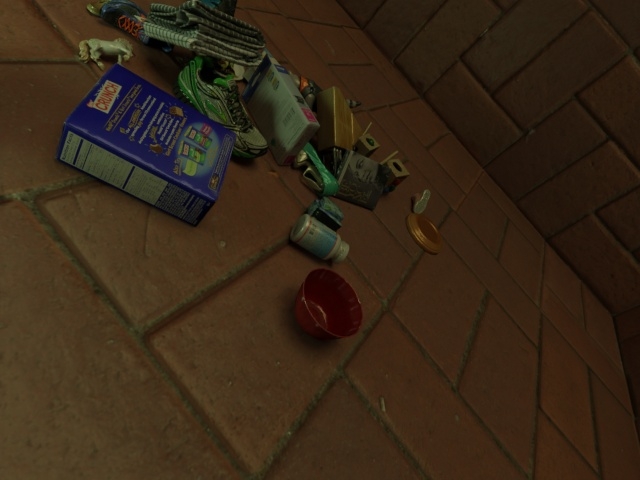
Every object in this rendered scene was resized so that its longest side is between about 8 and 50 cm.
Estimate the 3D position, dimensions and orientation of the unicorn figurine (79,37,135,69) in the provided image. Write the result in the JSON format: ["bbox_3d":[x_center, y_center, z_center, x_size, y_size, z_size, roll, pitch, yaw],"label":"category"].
[{"bbox_3d":[-0.546,-0.497,1.063,0.161,0.060,0.111,-1,59,-47],"label":"unicorn figurine"}]

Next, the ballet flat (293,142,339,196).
[{"bbox_3d":[-0.037,-0.246,1.341,0.087,0.083,0.247,-30,78,-39],"label":"ballet flat"}]

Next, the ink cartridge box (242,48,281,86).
[{"bbox_3d":[-0.213,-0.614,1.474,0.092,0.089,0.143,43,34,-28],"label":"ink cartridge box"}]

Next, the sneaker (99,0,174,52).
[{"bbox_3d":[-0.528,-0.628,1.190,0.221,0.083,0.087,3,60,-41],"label":"sneaker"}]

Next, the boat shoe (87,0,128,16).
[{"bbox_3d":[-0.615,-0.684,1.177,0.050,0.045,0.135,45,36,-4],"label":"boat shoe"}]

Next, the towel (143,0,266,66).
[{"bbox_3d":[-0.334,-0.610,1.186,0.234,0.122,0.283,29,23,31],"label":"towel"}]

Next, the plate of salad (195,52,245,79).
[{"bbox_3d":[-0.347,-0.642,1.412,0.199,0.048,0.200,28,40,-27],"label":"plate of salad"}]

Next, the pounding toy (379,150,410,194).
[{"bbox_3d":[0.260,-0.253,1.561,0.206,0.181,0.094,-19,72,-52],"label":"pounding toy"}]

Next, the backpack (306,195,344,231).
[{"bbox_3d":[0.015,-0.080,1.218,0.105,0.084,0.114,36,12,-25],"label":"backpack"}]

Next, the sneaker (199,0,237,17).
[{"bbox_3d":[-0.375,-0.881,1.508,0.124,0.140,0.341,6,55,6],"label":"sneaker"}]

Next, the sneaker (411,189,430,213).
[{"bbox_3d":[0.426,-0.164,1.771,0.051,0.070,0.134,43,65,-21],"label":"sneaker"}]

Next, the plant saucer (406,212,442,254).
[{"bbox_3d":[0.435,-0.036,1.663,0.199,0.037,0.200,26,41,-26],"label":"plant saucer"}]

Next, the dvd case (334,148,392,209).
[{"bbox_3d":[0.145,-0.211,1.436,0.221,0.165,0.018,15,14,-37],"label":"dvd case"}]

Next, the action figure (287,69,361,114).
[{"bbox_3d":[-0.018,-0.559,1.567,0.329,0.178,0.342,17,44,-40],"label":"action figure"}]

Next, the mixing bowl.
[{"bbox_3d":[0.005,0.169,0.981,0.181,0.098,0.182,26,41,-25],"label":"mixing bowl"}]

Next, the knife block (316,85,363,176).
[{"bbox_3d":[0.040,-0.360,1.423,0.276,0.088,0.242,55,51,-28],"label":"knife block"}]

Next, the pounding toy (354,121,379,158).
[{"bbox_3d":[0.165,-0.382,1.616,0.100,0.141,0.130,49,36,3],"label":"pounding toy"}]

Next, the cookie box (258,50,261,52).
[{"bbox_3d":[-0.274,-0.725,1.568,0.107,0.040,0.092,40,38,-10],"label":"cookie box"}]

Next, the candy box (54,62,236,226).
[{"bbox_3d":[-0.377,-0.219,0.929,0.317,0.122,0.269,29,41,-25],"label":"candy box"}]

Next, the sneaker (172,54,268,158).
[{"bbox_3d":[-0.275,-0.377,1.158,0.344,0.146,0.134,47,36,-2],"label":"sneaker"}]

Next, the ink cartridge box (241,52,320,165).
[{"bbox_3d":[-0.137,-0.422,1.306,0.065,0.186,0.311,-12,65,-47],"label":"ink cartridge box"}]

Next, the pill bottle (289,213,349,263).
[{"bbox_3d":[0.000,0.000,1.141,0.160,0.087,0.087,32,39,-21],"label":"pill bottle"}]
